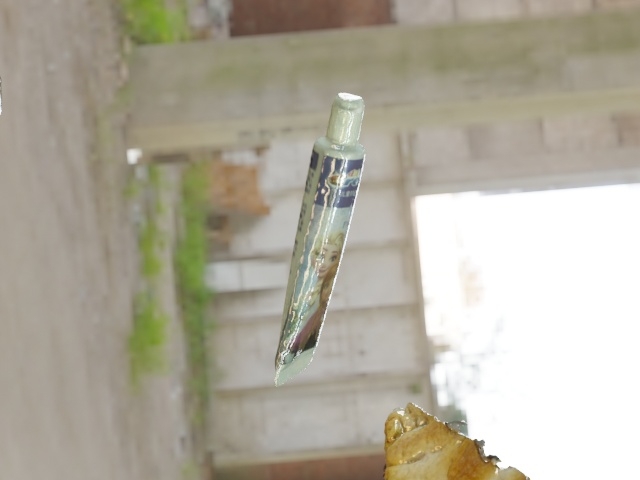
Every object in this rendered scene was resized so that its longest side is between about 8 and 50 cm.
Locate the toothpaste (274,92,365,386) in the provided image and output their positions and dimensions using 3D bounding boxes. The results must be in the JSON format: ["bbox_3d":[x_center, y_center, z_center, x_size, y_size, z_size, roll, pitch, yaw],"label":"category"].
[{"bbox_3d":[0.000,0.000,1.252,0.062,0.037,0.216,-24,130,-60],"label":"toothpaste"}]

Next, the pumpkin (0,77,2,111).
[{"bbox_3d":[-0.468,-0.174,1.794,0.327,0.292,0.257,-97,170,-47],"label":"pumpkin"}]

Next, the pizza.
[{"bbox_3d":[0.099,0.207,1.424,0.069,0.154,0.194,42,14,-36],"label":"pizza"}]
